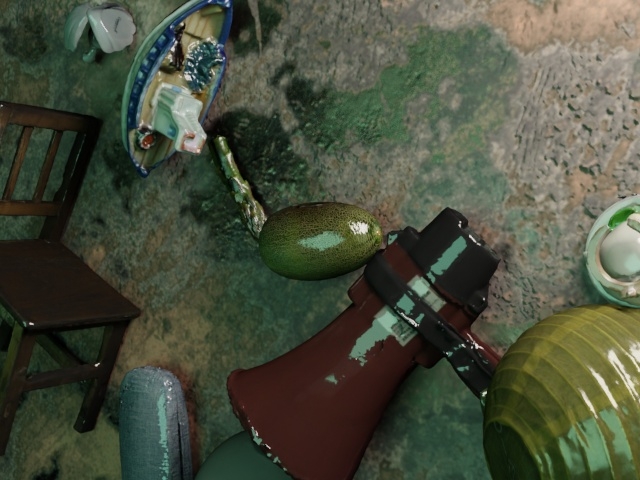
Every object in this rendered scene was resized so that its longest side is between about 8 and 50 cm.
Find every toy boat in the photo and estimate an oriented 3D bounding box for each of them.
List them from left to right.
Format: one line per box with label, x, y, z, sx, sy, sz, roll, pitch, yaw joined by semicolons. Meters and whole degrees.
toy boat;-0.179;-0.198;1.145;0.115;0.114;0.261;26;100;39

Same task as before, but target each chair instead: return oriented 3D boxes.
chair;-0.386;0.052;1.229;0.241;0.203;0.416;37;110;28

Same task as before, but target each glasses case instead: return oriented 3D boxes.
glasses case;-0.229;0.315;1.218;0.109;0.067;0.282;-4;92;39

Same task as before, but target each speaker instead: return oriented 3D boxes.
speaker;0.089;0.148;0.977;0.329;0.198;0.259;-42;59;15

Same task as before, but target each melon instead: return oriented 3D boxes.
melon;0.000;0.000;1.063;0.162;0.099;0.099;-5;89;27

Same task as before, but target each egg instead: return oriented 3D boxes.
egg;-0.078;0.341;1.073;0.176;0.176;0.231;25;115;26

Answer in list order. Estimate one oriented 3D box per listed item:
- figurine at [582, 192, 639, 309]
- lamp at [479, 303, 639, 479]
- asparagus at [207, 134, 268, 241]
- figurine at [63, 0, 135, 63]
figurine;0.308;0.014;0.857;0.132;0.154;0.132;1;91;29
lamp;0.294;0.174;0.839;0.250;0.284;0.250;51;149;46
asparagus;-0.105;-0.065;1.159;0.036;0.030;0.165;-33;75;15
figurine;-0.322;-0.305;1.258;0.086;0.082;0.094;-13;59;45
